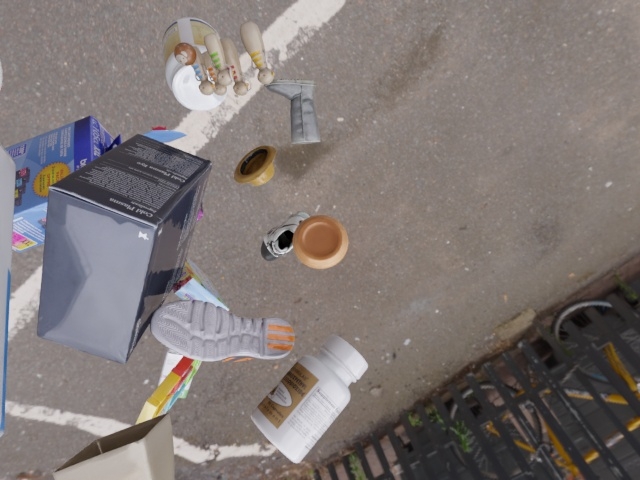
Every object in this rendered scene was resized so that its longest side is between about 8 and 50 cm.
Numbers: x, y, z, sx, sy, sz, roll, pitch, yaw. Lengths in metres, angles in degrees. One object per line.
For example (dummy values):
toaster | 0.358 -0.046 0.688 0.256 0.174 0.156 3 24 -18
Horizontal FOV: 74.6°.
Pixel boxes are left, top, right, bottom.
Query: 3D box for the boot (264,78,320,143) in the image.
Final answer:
boot | -0.094 -0.431 1.414 0.190 0.076 0.208 0 106 -5

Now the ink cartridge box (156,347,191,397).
ink cartridge box | -0.525 0.428 1.585 0.117 0.201 0.278 14 126 -18

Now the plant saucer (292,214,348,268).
plant saucer | 0.000 0.000 1.486 0.200 0.200 0.037 -20 164 -6

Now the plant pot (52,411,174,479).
plant pot | -0.244 0.298 0.531 0.109 0.096 0.109 -19 175 -5

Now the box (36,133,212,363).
box | -0.388 0.005 0.860 0.179 0.312 0.343 20 118 -8

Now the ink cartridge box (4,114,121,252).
ink cartridge box | -0.718 -0.172 1.184 0.396 0.270 0.151 -20 152 1

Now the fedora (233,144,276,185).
fedora | -0.223 -0.260 1.522 0.194 0.194 0.079 -31 131 7

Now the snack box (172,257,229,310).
snack box | -0.376 0.127 1.238 0.070 0.207 0.174 -41 131 -6

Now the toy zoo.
toy zoo | -0.373 0.373 1.047 0.030 0.293 0.192 31 125 1

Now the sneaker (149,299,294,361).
sneaker | -0.234 0.226 0.950 0.321 0.124 0.180 20 150 -28

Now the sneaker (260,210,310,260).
sneaker | -0.179 0.009 1.803 0.122 0.146 0.330 40 130 -8

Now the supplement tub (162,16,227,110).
supplement tub | -0.467 -0.659 1.576 0.228 0.316 0.228 -13 145 -9

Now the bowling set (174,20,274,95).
bowling set | -0.284 -0.448 1.117 0.200 0.287 0.154 -31 110 -35

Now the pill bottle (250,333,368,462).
pill bottle | -0.016 0.305 0.840 0.229 0.131 0.131 -45 143 -18

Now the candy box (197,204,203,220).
candy box | -0.563 -0.100 1.628 0.159 0.071 0.233 3 164 -30

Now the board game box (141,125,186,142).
board game box | -0.557 -0.377 1.464 0.169 0.033 0.133 -6 180 37

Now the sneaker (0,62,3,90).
sneaker | -0.571 -0.338 0.598 0.121 0.112 0.299 -21 120 -21

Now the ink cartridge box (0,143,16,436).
ink cartridge box | -0.465 0.034 0.278 0.395 0.285 0.166 -9 156 -15
